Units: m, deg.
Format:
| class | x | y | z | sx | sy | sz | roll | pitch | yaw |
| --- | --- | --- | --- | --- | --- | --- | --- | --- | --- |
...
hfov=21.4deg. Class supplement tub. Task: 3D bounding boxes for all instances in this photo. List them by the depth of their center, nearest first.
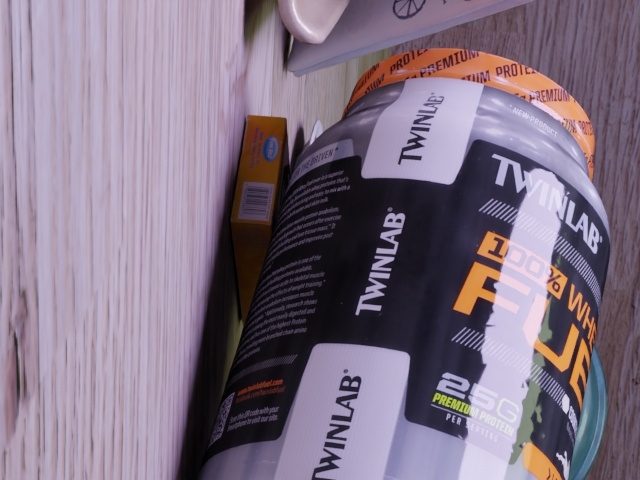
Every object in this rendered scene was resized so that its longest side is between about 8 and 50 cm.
| class | x | y | z | sx | sy | sz | roll | pitch | yaw |
| --- | --- | --- | --- | --- | --- | --- | --- | --- | --- |
| supplement tub | 0.053 | 0.060 | 0.944 | 0.193 | 0.194 | 0.316 | 88 | 16 | -59 |

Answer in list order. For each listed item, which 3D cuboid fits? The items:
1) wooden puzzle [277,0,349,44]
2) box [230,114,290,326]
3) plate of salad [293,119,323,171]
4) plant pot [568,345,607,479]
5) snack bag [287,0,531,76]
| class | x | y | z | sx | sy | sz | roll | pitch | yaw |
| --- | --- | --- | --- | --- | --- | --- | --- | --- | --- |
| wooden puzzle | -0.012 | -0.254 | 1.046 | 0.221 | 0.044 | 0.238 | -70 | 159 | -73 |
| box | -0.035 | -0.005 | 1.055 | 0.136 | 0.028 | 0.081 | 84 | 11 | -56 |
| plate of salad | 0.000 | 0.000 | 1.401 | 0.200 | 0.048 | 0.199 | 4 | 90 | -86 |
| plant pot | 0.146 | 0.158 | 1.914 | 0.334 | 0.341 | 0.341 | 51 | 43 | -72 |
| snack bag | 0.099 | -0.304 | 1.176 | 0.323 | 0.037 | 0.342 | -12 | -115 | 47 |
